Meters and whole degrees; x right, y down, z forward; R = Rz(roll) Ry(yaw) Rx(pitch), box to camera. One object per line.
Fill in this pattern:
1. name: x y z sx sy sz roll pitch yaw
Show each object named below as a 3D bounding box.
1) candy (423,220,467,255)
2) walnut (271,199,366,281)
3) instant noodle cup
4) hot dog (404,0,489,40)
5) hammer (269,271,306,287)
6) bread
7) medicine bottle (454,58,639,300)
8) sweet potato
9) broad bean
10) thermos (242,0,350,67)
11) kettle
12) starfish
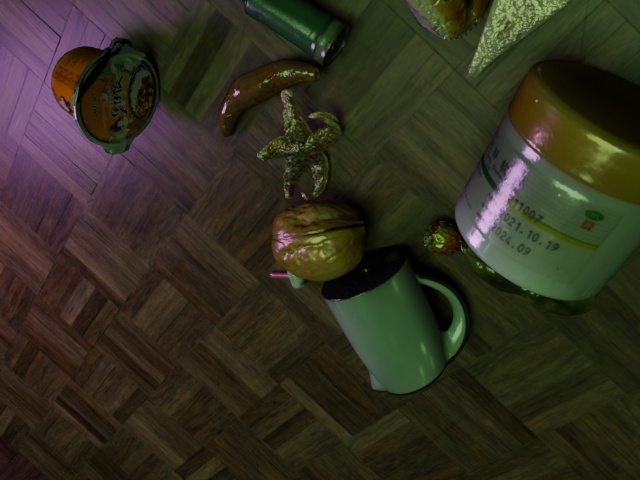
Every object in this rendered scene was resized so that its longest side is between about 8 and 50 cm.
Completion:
1. candy: 0.267 0.023 1.029 0.201 0.060 0.060 24 127 3
2. walnut: 0.000 0.000 1.085 0.180 0.144 0.144 -12 112 28
3. instant noodle cup: -0.403 -0.275 1.120 0.125 0.177 0.208 28 107 26
4. hot dog: 0.136 -0.378 0.775 0.144 0.075 0.268 -49 125 -1
5. hammer: -0.068 0.071 1.233 0.083 0.031 0.053 -2 114 35
6. bread: 0.269 -0.279 0.822 0.105 0.077 0.152 23 127 14
7. medicine bottle: 0.327 -0.079 0.808 0.238 0.238 0.232 30 128 8
8. sweet potato: -0.107 -0.252 1.044 0.255 0.058 0.078 -23 127 39
9. broad bean: 0.330 0.050 0.955 0.206 0.072 0.153 20 150 -2
10. thermos: -0.049 -0.350 0.943 0.187 0.073 0.083 34 129 5
11. kettle: 0.149 0.140 1.096 0.221 0.161 0.236 -27 107 4
12. starfish: -0.035 -0.163 1.053 0.150 0.053 0.210 -15 130 3
